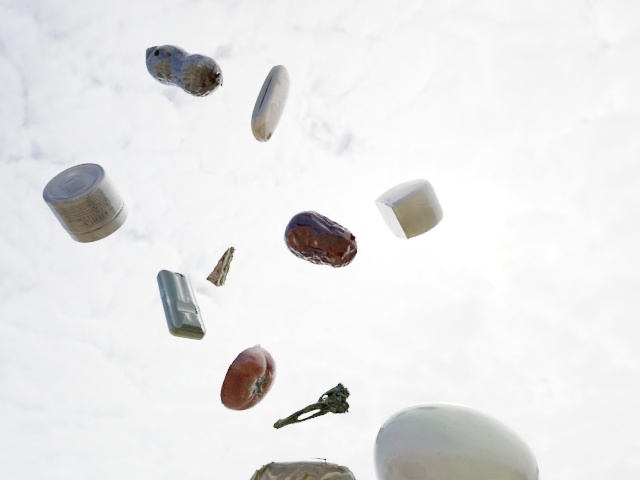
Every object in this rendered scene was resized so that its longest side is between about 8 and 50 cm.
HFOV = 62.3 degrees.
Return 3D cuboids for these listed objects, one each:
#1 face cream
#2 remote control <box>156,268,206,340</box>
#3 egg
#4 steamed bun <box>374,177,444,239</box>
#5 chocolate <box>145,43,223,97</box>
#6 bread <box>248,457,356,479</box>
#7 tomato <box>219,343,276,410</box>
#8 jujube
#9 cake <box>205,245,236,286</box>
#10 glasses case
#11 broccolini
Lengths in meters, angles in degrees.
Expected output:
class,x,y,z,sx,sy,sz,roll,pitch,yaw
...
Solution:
class,x,y,z,sx,sy,sz,roll,pitch,yaw
face cream,-0.642,-0.105,1.450,0.177,0.177,0.153,-9,-45,8
remote control,-0.483,0.213,1.836,0.128,0.335,0.065,20,-68,-36
egg,0.261,0.462,1.040,0.345,0.283,0.283,28,-53,-7
steamed bun,0.281,-0.101,1.629,0.164,0.241,0.146,-28,-78,-4
chocolate,-0.342,-0.424,1.319,0.248,0.110,0.110,30,-39,30
bread,-0.034,0.433,0.761,0.192,0.210,0.110,-11,-68,18
tomato,-0.215,0.442,1.660,0.085,0.225,0.225,25,-41,28
jujube,0.000,0.000,1.573,0.230,0.155,0.155,24,-37,34
cake,-0.290,0.081,1.601,0.055,0.051,0.140,44,-66,17
glasses case,-0.116,-0.324,1.248,0.051,0.204,0.081,7,-23,22
broccolini,-0.013,0.392,1.210,0.201,0.074,0.058,-16,-8,-37
